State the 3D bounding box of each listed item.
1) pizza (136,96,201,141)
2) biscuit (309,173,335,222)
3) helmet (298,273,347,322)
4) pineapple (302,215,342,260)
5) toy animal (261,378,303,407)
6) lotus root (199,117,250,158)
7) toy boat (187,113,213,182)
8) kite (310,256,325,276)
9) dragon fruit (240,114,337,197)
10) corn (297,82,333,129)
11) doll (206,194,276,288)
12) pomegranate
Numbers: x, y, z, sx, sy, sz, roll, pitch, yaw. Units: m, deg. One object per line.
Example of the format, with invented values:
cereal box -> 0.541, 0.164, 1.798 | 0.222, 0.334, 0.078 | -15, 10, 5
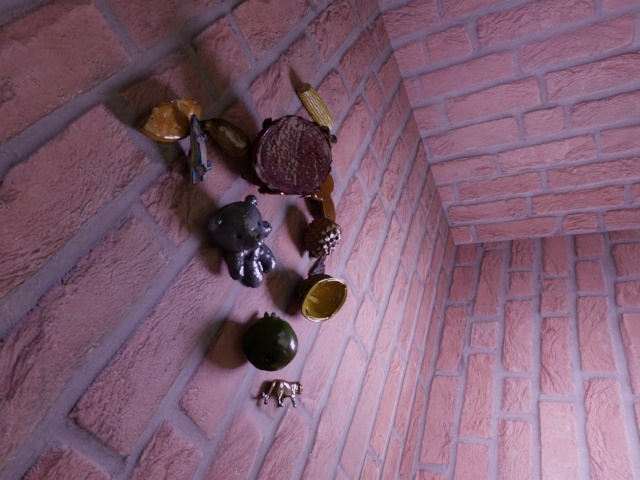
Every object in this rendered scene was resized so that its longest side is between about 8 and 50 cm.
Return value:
pizza -> -0.432, -0.347, 1.294 | 0.246, 0.058, 0.127 | -61, 137, -46
biscuit -> -0.015, -0.263, 1.979 | 0.283, 0.064, 0.431 | -43, 123, -64
helmet -> -0.018, 0.212, 1.815 | 0.257, 0.140, 0.205 | 18, 101, -47
pineapple -> 0.000, 0.000, 1.880 | 0.166, 0.166, 0.193 | 35, 84, -52
toy animal -> -0.139, 0.555, 1.632 | 0.241, 0.057, 0.099 | 35, 48, -50
lotus root -> -0.311, -0.346, 1.472 | 0.191, 0.094, 0.108 | 38, 18, -45
toy boat -> -0.368, -0.272, 1.335 | 0.084, 0.066, 0.210 | -78, 169, -69
kite -> 0.001, 0.175, 1.974 | 0.183, 0.014, 0.241 | 14, 72, -61
dragon fruit -> -0.137, -0.305, 1.625 | 0.315, 0.263, 0.295 | 6, 96, -19
corn -> -0.017, -0.597, 2.022 | 0.248, 0.081, 0.081 | 50, 44, -43
doll -> -0.224, 0.013, 1.481 | 0.246, 0.158, 0.340 | -51, 131, -36
pomegranate -> -0.169, 0.332, 1.524 | 0.225, 0.187, 0.187 | -101, 167, -58
